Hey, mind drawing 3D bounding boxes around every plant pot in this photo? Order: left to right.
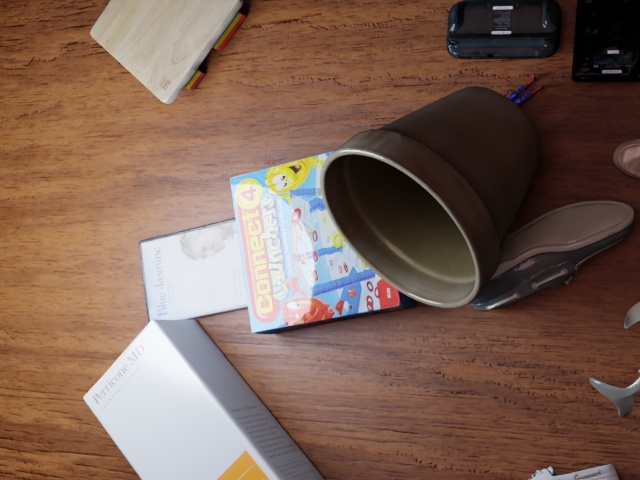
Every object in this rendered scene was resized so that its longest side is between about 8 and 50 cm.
[{"bbox_3d":[0.210,-0.097,1.574,0.323,0.323,0.280,36,62,23],"label":"plant pot"}]

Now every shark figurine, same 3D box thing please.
[{"bbox_3d":[0.555,0.159,1.520,0.166,0.116,0.278,11,81,58],"label":"shark figurine"}]

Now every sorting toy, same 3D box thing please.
[{"bbox_3d":[-0.302,-0.447,1.957,0.255,0.089,0.257,43,103,21],"label":"sorting toy"}]

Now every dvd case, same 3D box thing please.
[{"bbox_3d":[-0.249,0.064,1.926,0.252,0.022,0.181,-13,81,23],"label":"dvd case"}]

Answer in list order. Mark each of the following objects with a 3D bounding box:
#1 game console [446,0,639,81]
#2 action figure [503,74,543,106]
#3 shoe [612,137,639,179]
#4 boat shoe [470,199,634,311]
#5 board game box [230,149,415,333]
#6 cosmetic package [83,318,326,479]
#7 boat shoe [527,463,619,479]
[{"bbox_3d":[0.396,-0.382,1.655,0.361,0.044,0.213,4,84,22],"label":"game console"},{"bbox_3d":[0.337,-0.245,1.687,0.115,0.030,0.038,-40,76,18],"label":"action figure"},{"bbox_3d":[0.582,-0.126,1.549,0.219,0.058,0.077,13,91,25],"label":"shoe"},{"bbox_3d":[0.383,0.029,1.624,0.319,0.116,0.099,-23,120,14],"label":"boat shoe"},{"bbox_3d":[0.000,0.000,1.785,0.301,0.086,0.308,-13,80,22],"label":"board game box"},{"bbox_3d":[-0.215,0.386,1.808,0.230,0.161,0.453,-48,69,13],"label":"cosmetic package"},{"bbox_3d":[0.384,0.415,1.590,0.226,0.083,0.076,-9,70,12],"label":"boat shoe"}]
